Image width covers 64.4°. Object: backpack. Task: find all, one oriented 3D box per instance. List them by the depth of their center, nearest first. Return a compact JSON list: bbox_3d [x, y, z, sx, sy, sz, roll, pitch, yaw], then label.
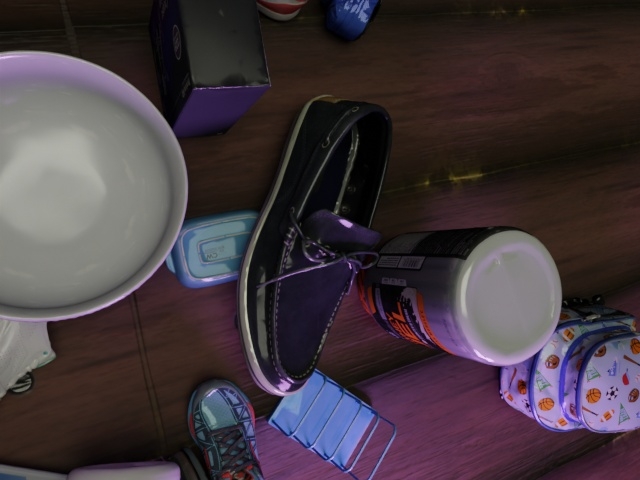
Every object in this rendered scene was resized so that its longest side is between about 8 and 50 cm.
[{"bbox_3d":[0.052,-0.421,0.892,0.101,0.098,0.120,20,93,-12],"label":"backpack"},{"bbox_3d":[0.497,0.257,1.005,0.264,0.213,0.276,-1,92,-12],"label":"backpack"}]

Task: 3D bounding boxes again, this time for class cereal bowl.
[{"bbox_3d":[-0.357,-0.062,0.673,0.339,0.141,0.338,4,81,-25],"label":"cereal bowl"}]

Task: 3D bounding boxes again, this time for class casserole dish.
[{"bbox_3d":[-0.154,0.011,0.821,0.189,0.037,0.114,-13,93,-22],"label":"casserole dish"}]

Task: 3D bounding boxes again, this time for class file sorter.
[{"bbox_3d":[0.023,0.305,0.849,0.170,0.104,0.118,39,74,-17],"label":"file sorter"}]

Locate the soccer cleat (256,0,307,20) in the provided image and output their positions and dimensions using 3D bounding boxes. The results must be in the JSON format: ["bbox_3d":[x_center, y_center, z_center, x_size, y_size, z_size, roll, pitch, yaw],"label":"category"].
[{"bbox_3d":[-0.152,-0.474,0.794,0.318,0.116,0.108,29,78,-20],"label":"soccer cleat"}]

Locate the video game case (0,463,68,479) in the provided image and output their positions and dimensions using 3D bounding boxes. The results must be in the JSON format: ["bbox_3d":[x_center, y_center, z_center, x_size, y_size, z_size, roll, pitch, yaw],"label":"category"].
[{"bbox_3d":[-0.470,0.429,0.616,0.329,0.036,0.299,21,57,-20],"label":"video game case"}]

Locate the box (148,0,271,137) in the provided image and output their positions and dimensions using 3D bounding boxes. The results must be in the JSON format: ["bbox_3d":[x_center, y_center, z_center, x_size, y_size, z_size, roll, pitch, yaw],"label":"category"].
[{"bbox_3d":[-0.165,-0.260,0.703,0.103,0.261,0.184,-13,93,-23],"label":"box"}]

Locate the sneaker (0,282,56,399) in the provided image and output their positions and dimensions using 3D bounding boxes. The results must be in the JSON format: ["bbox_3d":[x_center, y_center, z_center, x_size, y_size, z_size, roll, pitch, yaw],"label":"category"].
[{"bbox_3d":[-0.416,0.163,0.690,0.094,0.080,0.212,25,78,-32],"label":"sneaker"}]

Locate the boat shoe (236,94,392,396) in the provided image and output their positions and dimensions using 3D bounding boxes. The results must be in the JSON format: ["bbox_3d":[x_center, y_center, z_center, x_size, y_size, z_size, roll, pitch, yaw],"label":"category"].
[{"bbox_3d":[0.000,0.000,0.804,0.187,0.156,0.499,23,78,-44],"label":"boat shoe"}]

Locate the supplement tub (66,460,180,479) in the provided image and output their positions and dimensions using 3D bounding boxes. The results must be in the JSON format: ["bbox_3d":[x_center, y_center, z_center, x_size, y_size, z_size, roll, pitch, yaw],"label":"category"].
[{"bbox_3d":[-0.259,0.396,0.653,0.145,0.144,0.199,6,69,-23],"label":"supplement tub"}]

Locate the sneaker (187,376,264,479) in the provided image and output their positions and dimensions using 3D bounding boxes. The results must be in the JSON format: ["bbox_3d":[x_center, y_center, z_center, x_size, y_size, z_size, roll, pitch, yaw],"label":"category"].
[{"bbox_3d":[-0.124,0.337,0.774,0.104,0.125,0.261,-17,95,-24],"label":"sneaker"}]

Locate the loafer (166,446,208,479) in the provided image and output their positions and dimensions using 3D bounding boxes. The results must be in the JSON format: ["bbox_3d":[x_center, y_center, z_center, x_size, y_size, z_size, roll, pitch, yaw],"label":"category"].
[{"bbox_3d":[-0.175,0.428,0.710,0.084,0.096,0.267,-14,58,-32],"label":"loafer"}]

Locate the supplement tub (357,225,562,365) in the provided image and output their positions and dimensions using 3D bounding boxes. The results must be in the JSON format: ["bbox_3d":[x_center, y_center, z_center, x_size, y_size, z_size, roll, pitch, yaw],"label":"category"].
[{"bbox_3d":[0.197,0.078,0.815,0.194,0.316,0.193,1,88,-22],"label":"supplement tub"}]
